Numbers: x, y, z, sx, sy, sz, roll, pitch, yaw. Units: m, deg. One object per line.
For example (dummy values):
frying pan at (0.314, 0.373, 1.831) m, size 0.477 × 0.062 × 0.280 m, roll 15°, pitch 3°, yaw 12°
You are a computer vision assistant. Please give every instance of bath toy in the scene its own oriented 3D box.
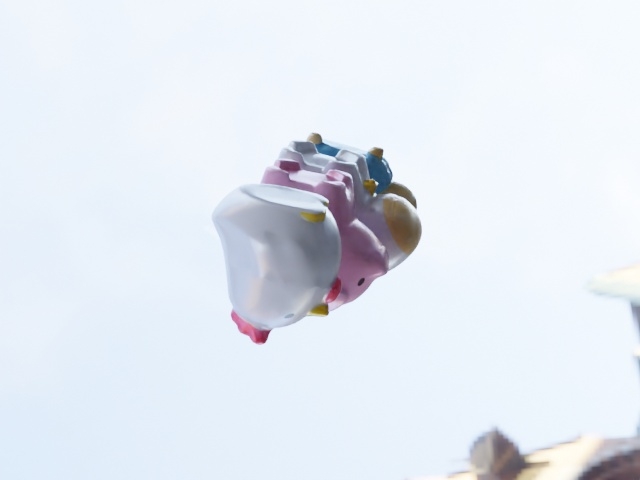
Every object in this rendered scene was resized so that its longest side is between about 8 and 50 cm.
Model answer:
bath toy at (0.000, 0.000, 1.329) m, size 0.348 × 0.151 × 0.129 m, roll -41°, pitch -35°, yaw -72°
